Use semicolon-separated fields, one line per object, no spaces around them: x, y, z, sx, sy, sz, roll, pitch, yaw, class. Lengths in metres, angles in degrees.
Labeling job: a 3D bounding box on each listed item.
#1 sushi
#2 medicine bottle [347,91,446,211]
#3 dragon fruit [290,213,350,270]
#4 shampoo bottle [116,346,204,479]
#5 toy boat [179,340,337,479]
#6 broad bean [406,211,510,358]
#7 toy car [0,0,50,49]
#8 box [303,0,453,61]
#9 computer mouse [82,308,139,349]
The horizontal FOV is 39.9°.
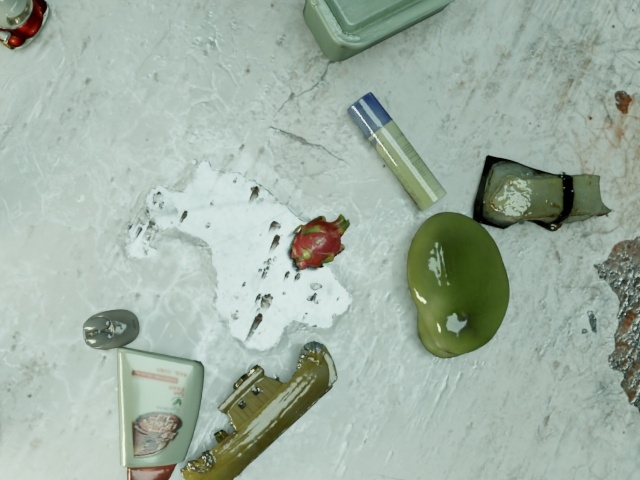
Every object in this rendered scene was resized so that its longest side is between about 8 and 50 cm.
0.428;-0.077;1.607;0.273;0.109;0.134;11;83;-8;sushi
0.138;-0.161;1.596;0.059;0.059;0.231;-37;90;-11;medicine bottle
0.002;0.001;1.547;0.116;0.081;0.086;-25;78;-10;dragon fruit
-0.287;0.329;1.467;0.153;0.071;0.284;10;82;-11;shampoo bottle
-0.110;0.290;1.494;0.321;0.089;0.121;-42;86;-9;toy boat
0.246;0.075;1.558;0.189;0.121;0.263;0;82;-13;broad bean
-0.540;-0.403;1.487;0.139;0.112;0.112;31;80;-5;toy car
0.114;-0.441;1.561;0.312;0.182;0.175;-29;88;-11;box
-0.355;0.151;1.492;0.096;0.039;0.066;-10;85;-9;computer mouse
